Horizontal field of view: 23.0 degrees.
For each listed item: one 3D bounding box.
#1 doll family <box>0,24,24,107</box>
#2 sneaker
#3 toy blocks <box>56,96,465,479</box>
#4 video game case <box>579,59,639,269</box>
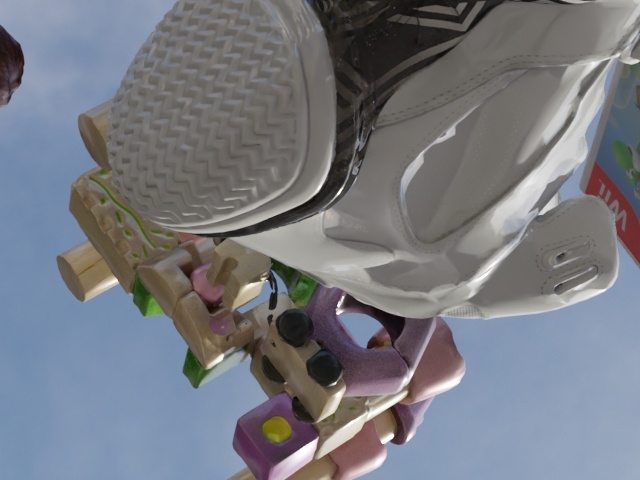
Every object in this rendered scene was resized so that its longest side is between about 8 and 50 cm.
[{"bbox_3d":[-0.147,-0.021,0.398,0.111,0.193,0.076,13,-34,19],"label":"doll family"},{"bbox_3d":[0.098,-0.093,0.698,0.366,0.137,0.210,-34,-43,21],"label":"sneaker"},{"bbox_3d":[0.000,0.000,1.105,0.289,0.260,0.309,53,-25,17],"label":"toy blocks"},{"bbox_3d":[0.252,-0.055,0.990,0.204,0.025,0.285,58,-21,31],"label":"video game case"}]
